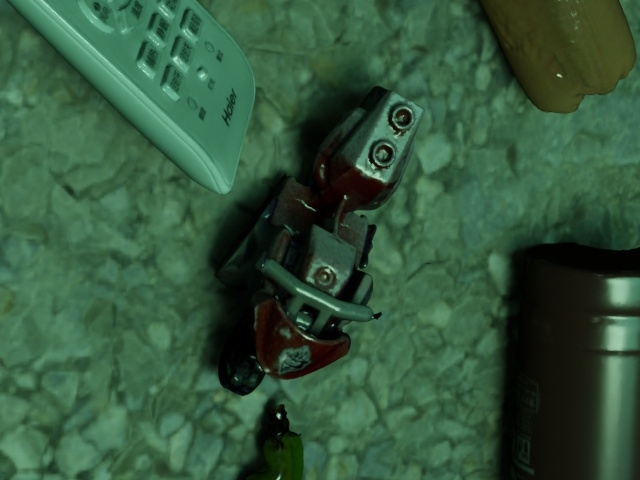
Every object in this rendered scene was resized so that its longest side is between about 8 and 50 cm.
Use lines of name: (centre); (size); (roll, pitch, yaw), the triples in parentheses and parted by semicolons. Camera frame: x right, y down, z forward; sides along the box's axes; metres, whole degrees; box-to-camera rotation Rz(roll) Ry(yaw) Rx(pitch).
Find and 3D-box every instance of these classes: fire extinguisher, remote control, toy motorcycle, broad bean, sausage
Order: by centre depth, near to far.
remote control: (-0.140, -0.144, 0.858); (0.293, 0.051, 0.103); (46, 36, -31)
toy motorcycle: (-0.001, 0.000, 0.948); (0.082, 0.122, 0.213); (29, 85, -19)
sausage: (0.121, -0.210, 0.989); (0.086, 0.086, 0.289); (-38, 117, -18)
broad bean: (-0.075, 0.191, 0.990); (0.195, 0.046, 0.061); (-45, 108, -20)
fire extinguisher: (0.193, 0.172, 1.113); (0.135, 0.114, 0.337); (-34, 128, -71)
